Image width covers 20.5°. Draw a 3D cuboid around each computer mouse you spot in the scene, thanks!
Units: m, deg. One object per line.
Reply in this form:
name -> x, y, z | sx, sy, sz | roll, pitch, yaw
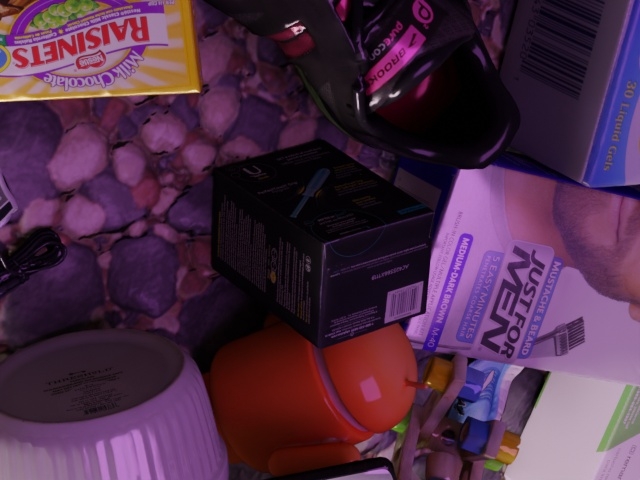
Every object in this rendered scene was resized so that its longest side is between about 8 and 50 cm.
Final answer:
computer mouse -> -0.266, -0.031, 1.342 | 0.106, 0.042, 0.193 | -32, 137, -17

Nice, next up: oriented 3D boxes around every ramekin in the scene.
ramekin -> -0.180, 0.153, 1.410 | 0.207, 0.207, 0.109 | -20, 117, -31

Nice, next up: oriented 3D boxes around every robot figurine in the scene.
robot figurine -> -0.008, 0.129, 1.552 | 0.219, 0.158, 0.128 | -23, 103, 22

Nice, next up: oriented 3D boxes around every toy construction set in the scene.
toy construction set -> 0.089, 0.258, 1.691 | 0.328, 0.151, 0.215 | 97, 8, -65

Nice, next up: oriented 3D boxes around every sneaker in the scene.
sneaker -> 0.154, 0.141, 1.803 | 0.073, 0.063, 0.162 | 22, 94, -28
sneaker -> 0.012, -0.206, 1.362 | 0.483, 0.202, 0.185 | 34, 89, -46

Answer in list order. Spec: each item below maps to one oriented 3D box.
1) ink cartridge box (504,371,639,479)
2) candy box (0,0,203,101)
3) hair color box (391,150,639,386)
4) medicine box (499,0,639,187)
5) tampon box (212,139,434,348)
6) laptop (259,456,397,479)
ink cartridge box -> 0.362, 0.211, 1.968 | 0.273, 0.115, 0.198 | 9, 107, -43
candy box -> -0.191, -0.150, 1.263 | 0.206, 0.027, 0.105 | -3, 125, 3
hair color box -> 0.218, 0.024, 1.684 | 0.339, 0.110, 0.185 | 10, 103, -31
medicine box -> 0.332, -0.202, 1.680 | 0.289, 0.149, 0.263 | -5, 117, -38
tampon box -> 0.000, 0.000, 1.501 | 0.120, 0.161, 0.101 | -16, 124, -32
laptop -> -0.079, 0.422, 1.497 | 0.382, 0.236, 0.408 | -12, 137, 4
